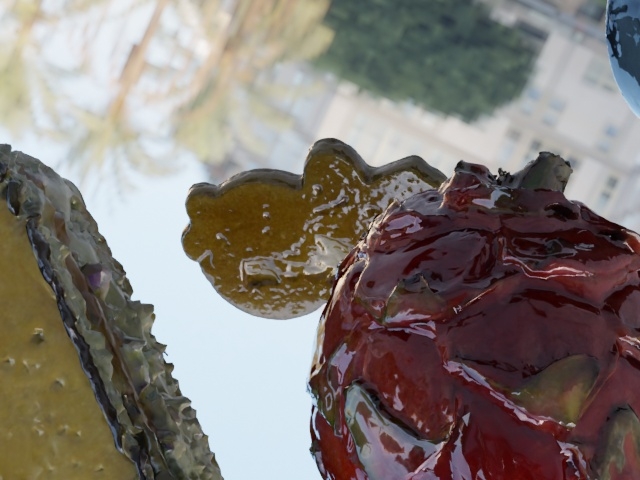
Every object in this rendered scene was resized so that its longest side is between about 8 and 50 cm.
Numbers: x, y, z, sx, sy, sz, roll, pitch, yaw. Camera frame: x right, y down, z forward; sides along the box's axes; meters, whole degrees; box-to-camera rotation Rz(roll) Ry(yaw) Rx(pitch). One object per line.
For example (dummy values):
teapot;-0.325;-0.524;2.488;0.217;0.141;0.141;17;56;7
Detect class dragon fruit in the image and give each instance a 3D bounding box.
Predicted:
dragon fruit;0.126;0.106;1.281;0.277;0.343;0.277;5;159;2

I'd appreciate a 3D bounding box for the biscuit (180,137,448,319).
biscuit;0.000;-0.001;1.588;0.248;0.184;0.035;-8;-153;16

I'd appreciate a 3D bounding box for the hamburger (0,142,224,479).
hamburger;-0.248;0.155;1.430;0.446;0.287;0.268;66;-172;6

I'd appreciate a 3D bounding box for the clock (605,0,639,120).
clock;0.356;-0.206;1.397;0.325;0.325;0.067;15;-166;-41

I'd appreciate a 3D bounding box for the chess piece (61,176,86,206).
chess piece;-0.320;-0.022;1.708;0.200;0.090;0.090;3;-156;-48
